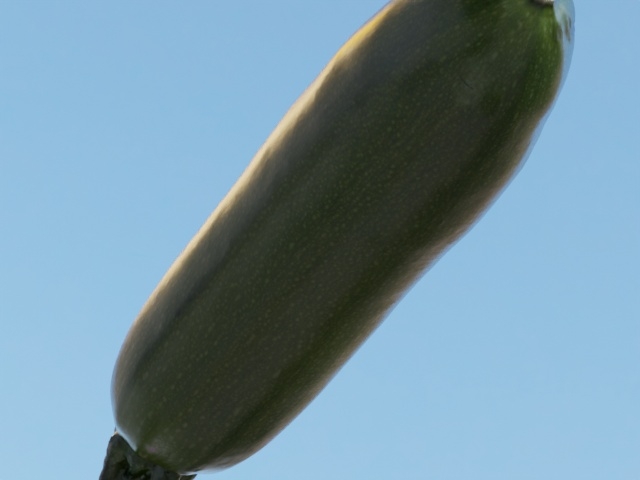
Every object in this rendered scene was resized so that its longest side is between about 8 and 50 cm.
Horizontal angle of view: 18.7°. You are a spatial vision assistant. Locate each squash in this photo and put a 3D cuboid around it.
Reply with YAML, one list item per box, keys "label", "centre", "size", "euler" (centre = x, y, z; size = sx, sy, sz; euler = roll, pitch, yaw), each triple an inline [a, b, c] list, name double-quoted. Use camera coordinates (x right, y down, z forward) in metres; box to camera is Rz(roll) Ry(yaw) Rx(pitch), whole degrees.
- label: "squash"
  centre: [0.000, 0.000, 0.601]
  size: [0.069, 0.069, 0.258]
  euler: [22, -47, -21]
